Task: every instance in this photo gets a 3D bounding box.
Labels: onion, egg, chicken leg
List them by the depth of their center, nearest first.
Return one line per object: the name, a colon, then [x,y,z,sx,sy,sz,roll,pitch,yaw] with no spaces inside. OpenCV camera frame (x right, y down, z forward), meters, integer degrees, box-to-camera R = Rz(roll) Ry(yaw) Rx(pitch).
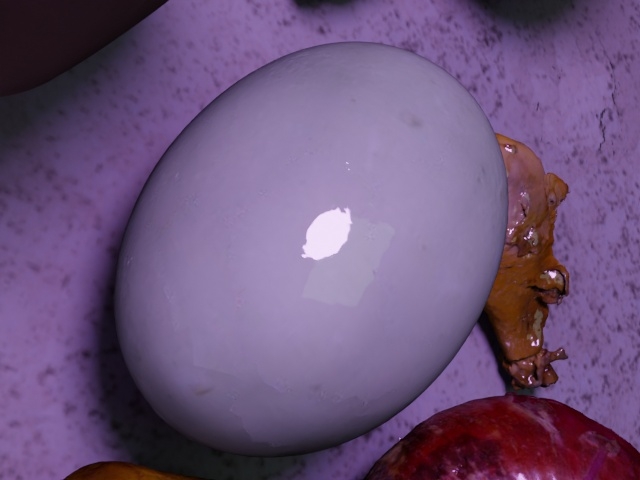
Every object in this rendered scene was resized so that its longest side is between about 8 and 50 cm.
egg: [0.000,0.000,0.630,0.203,0.203,0.282,54,48,-18]
onion: [0.125,0.220,0.699,0.246,0.190,0.246,4,79,-20]
chicken leg: [0.148,0.016,0.836,0.101,0.085,0.207,-34,112,-50]

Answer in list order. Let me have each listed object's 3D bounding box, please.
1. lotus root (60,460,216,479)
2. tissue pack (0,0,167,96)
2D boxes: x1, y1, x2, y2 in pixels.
lotus root: [-0.074,0.173,0.610,0.191,0.108,0.094,11,116,-46]
tissue pack: [-0.189,-0.263,0.473,0.267,0.277,0.387,-46,111,-28]
